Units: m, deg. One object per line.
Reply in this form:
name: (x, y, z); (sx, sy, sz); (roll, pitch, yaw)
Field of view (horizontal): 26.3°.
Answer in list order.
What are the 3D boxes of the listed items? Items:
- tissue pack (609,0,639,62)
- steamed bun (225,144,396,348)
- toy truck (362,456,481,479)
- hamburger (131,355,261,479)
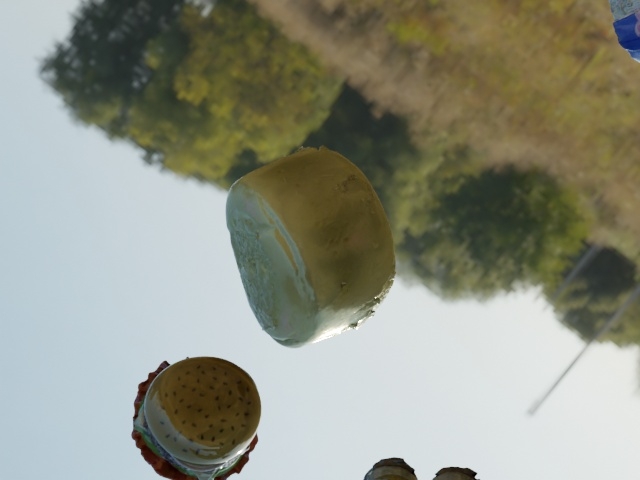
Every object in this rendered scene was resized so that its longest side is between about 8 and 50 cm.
tissue pack: (0.549, -0.326, 1.829); (0.209, 0.270, 0.137); (13, -115, -47)
steamed bun: (0.000, 0.000, 1.920); (0.166, 0.232, 0.272); (-10, 96, 59)
toy truck: (0.142, 0.318, 1.268); (0.367, 0.175, 0.146); (7, -156, 1)
hamburger: (-0.149, 0.220, 1.714); (0.175, 0.175, 0.137); (38, 157, 0)
